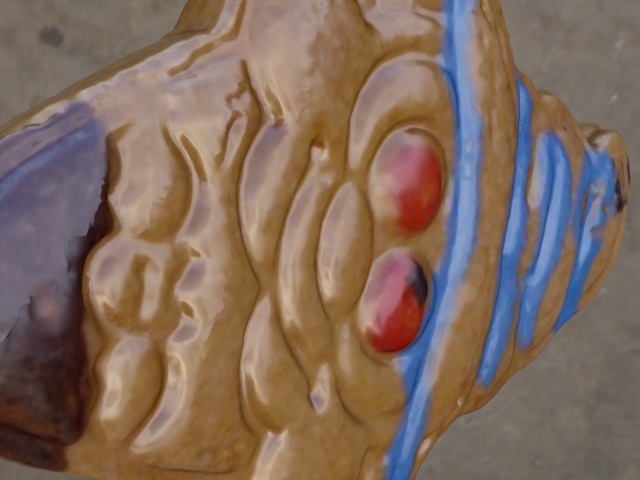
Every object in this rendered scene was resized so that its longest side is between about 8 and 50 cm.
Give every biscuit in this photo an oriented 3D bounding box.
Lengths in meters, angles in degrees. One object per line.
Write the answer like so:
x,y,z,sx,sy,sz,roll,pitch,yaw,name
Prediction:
0.000,0.000,0.398,0.280,0.043,0.183,-10,104,-46,biscuit
